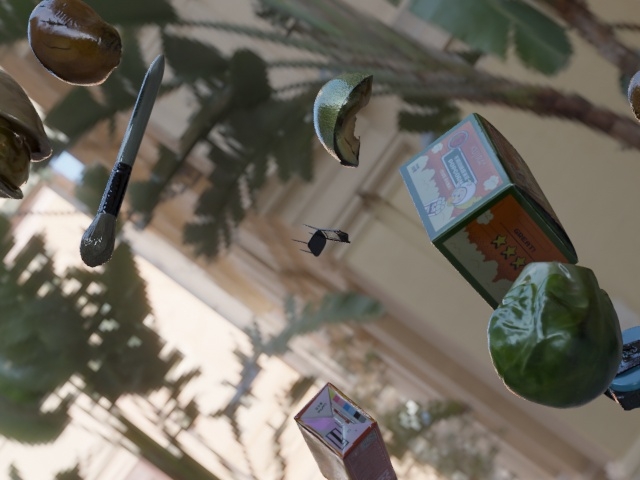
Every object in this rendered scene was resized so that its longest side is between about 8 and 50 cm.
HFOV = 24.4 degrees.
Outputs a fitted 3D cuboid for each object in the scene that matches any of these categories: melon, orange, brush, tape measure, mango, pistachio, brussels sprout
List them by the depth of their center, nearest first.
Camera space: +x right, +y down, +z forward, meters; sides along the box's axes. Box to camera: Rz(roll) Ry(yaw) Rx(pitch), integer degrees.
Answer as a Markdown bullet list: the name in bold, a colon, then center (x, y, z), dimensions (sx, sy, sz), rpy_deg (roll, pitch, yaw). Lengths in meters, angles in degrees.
- **orange**: center (0.407, -0.172, 1.767), dimensions (0.085, 0.085, 0.085), rpy_deg (-52, -10, -13)
- **brussels sprout**: center (0.293, 0.118, 1.824), dimensions (0.144, 0.161, 0.180), rpy_deg (50, -122, -65)
- **brush**: center (-0.237, -0.102, 1.835), dimensions (0.039, 0.042, 0.299), rpy_deg (101, -174, -68)
- **mango**: center (-0.312, -0.246, 1.854), dimensions (0.084, 0.159, 0.105), rpy_deg (-3, -64, -33)
- **pistachio**: center (-0.501, -0.159, 2.121), dimensions (0.187, 0.299, 0.187), rpy_deg (-26, -49, -33)
- **tape measure**: center (0.486, 0.188, 2.218), dimensions (0.146, 0.081, 0.125), rpy_deg (-28, 35, 15)
- **melon**: center (0.023, -0.204, 2.437), dimensions (0.079, 0.128, 0.160), rpy_deg (-11, -62, -37)

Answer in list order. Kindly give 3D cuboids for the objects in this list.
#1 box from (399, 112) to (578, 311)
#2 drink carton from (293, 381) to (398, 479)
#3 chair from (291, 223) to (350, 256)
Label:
- **box**: center (0.233, -0.039, 2.035), dimensions (0.148, 0.177, 0.195), rpy_deg (-36, 33, 13)
- **drink carton**: center (0.038, 0.284, 1.994), dimensions (0.071, 0.096, 0.223), rpy_deg (-45, -27, -15)
- **chair**: center (0.000, 0.002, 2.271), dimensions (0.037, 0.086, 0.042), rpy_deg (50, -121, -43)
